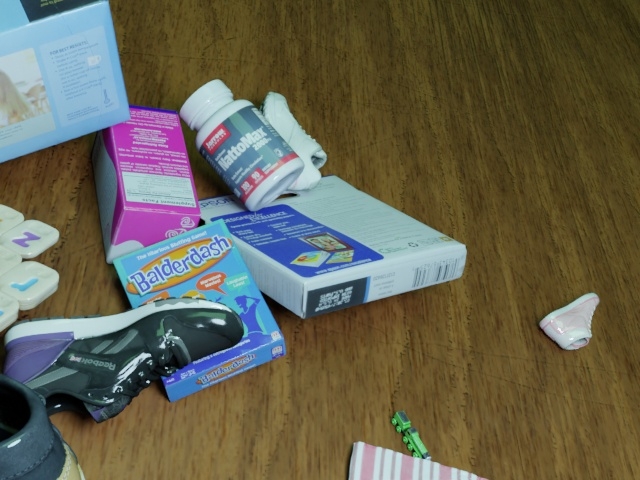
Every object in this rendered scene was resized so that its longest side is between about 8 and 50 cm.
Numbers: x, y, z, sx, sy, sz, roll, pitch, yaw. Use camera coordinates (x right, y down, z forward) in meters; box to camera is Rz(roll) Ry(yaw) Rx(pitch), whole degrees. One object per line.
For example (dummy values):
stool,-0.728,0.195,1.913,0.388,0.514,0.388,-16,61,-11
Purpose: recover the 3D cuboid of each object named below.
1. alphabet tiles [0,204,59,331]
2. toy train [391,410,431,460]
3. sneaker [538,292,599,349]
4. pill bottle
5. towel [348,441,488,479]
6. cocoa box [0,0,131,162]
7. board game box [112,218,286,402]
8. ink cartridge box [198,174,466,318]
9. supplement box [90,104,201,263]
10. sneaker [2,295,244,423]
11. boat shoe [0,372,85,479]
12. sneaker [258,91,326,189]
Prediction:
alphabet tiles,-0.467,0.027,1.195,0.284,0.021,0.278,23,36,17
toy train,0.122,0.263,1.313,0.017,0.023,0.083,-9,52,-35
sneaker,0.415,0.135,1.586,0.134,0.051,0.070,-20,60,-37
pill bottle,-0.119,-0.141,1.442,0.180,0.108,0.108,48,44,7
towel,0.124,0.339,1.235,0.197,0.029,0.144,18,41,-7
cocoa box,-0.458,-0.252,1.302,0.347,0.231,0.228,-21,59,-16
board game box,-0.160,0.085,1.285,0.160,0.047,0.210,-22,56,-13
ink cartridge box,0.000,0.000,1.459,0.304,0.072,0.307,-13,28,-37
supplement box,-0.252,-0.080,1.402,0.114,0.111,0.220,5,46,-24
sneaker,-0.225,0.153,1.150,0.283,0.107,0.124,-10,56,1
boat shoe,-0.454,0.155,0.950,0.500,0.156,0.187,16,38,17
sneaker,-0.050,-0.151,1.601,0.115,0.090,0.232,12,42,-20
